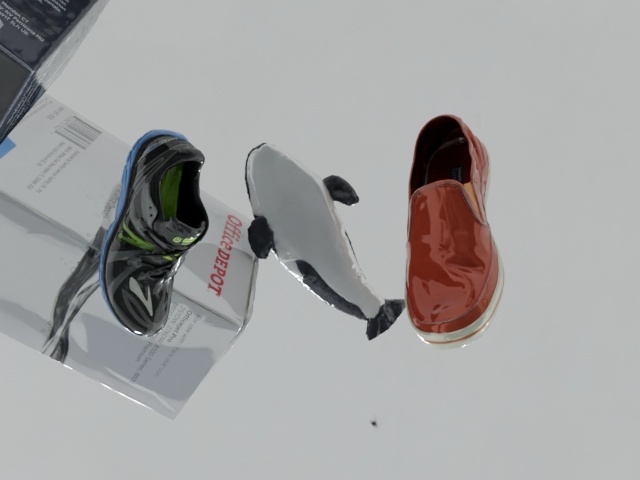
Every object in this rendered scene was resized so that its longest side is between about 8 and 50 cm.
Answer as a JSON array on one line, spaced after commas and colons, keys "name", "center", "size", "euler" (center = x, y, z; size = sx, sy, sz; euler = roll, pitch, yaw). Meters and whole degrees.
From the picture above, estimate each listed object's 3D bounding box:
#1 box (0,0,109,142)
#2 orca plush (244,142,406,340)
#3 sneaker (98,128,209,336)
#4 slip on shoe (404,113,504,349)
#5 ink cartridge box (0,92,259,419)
[{"name": "box", "center": [-0.228, -0.148, 0.496], "size": [0.093, 0.156, 0.158], "euler": [37, -134, -21]}, {"name": "orca plush", "center": [0.000, 0.000, 0.943], "size": [0.287, 0.102, 0.151], "euler": [39, -101, 0]}, {"name": "sneaker", "center": [-0.143, -0.002, 0.617], "size": [0.067, 0.078, 0.188], "euler": [1, -74, -49]}, {"name": "slip on shoe", "center": [0.148, -0.021, 0.837], "size": [0.123, 0.331, 0.101], "euler": [-14, -44, 29]}, {"name": "ink cartridge box", "center": [-0.283, -0.004, 0.856], "size": [0.394, 0.285, 0.166], "euler": [32, -69, -14]}]
